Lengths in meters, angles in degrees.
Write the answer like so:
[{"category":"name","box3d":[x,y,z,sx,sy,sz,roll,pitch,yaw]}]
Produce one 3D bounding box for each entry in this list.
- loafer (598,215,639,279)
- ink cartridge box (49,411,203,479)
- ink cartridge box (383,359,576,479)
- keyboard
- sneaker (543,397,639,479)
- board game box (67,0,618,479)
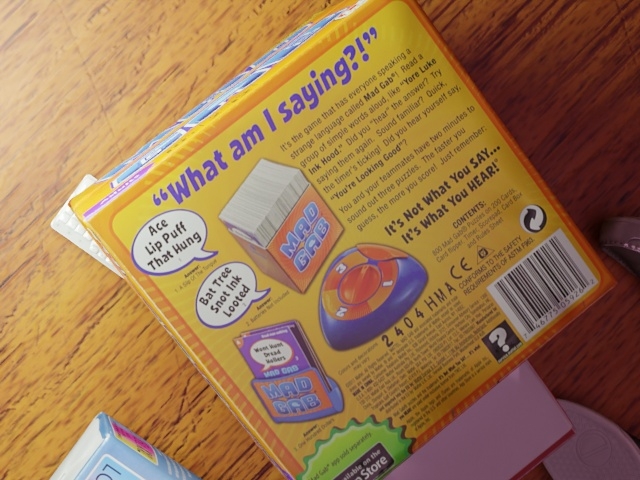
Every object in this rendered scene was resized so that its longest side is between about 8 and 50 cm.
[{"category":"loafer","box3d":[0.455,0.077,1.620,0.319,0.112,0.111,31,81,-13]},{"category":"ink cartridge box","box3d":[-0.157,0.412,1.518,0.395,0.151,0.270,37,88,-14]},{"category":"ink cartridge box","box3d":[0.123,0.191,1.486,0.197,0.273,0.114,-38,105,-5]},{"category":"keyboard","box3d":[-0.177,0.029,1.542,0.256,0.014,0.072,37,88,-12]},{"category":"sneaker","box3d":[0.386,0.285,1.640,0.296,0.147,0.104,36,107,18]},{"category":"board game box","box3d":[0.000,0.000,1.391,0.356,0.356,0.356,-38,101,-8]}]
